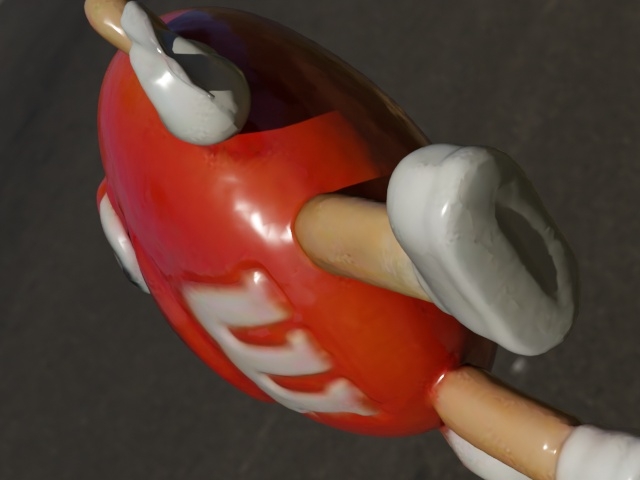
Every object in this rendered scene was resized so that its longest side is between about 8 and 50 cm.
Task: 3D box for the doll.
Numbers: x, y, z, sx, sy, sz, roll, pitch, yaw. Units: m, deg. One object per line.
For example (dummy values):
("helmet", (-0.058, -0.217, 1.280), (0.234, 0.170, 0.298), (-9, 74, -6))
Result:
("doll", (0.000, 0.000, 0.498), (0.085, 0.183, 0.217), (-43, 40, -8))
